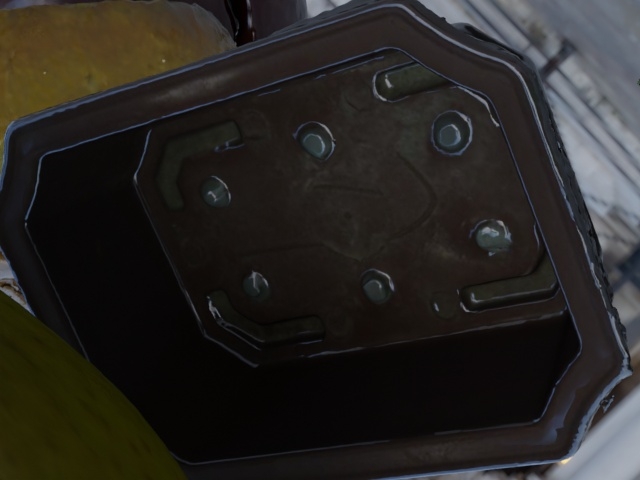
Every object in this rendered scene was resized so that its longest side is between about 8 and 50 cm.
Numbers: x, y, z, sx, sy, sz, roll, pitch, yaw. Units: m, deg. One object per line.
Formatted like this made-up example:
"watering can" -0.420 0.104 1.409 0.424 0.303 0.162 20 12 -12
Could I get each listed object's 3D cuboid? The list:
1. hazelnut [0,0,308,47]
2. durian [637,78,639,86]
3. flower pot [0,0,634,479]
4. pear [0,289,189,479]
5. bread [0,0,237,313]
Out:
"hazelnut" -0.219 -0.190 1.370 0.402 0.402 0.429 47 150 21
"durian" 0.233 -0.016 0.669 0.215 0.100 0.086 53 -170 -25
"flower pot" 0.000 0.000 0.541 0.084 0.250 0.179 -43 -65 -53
"pear" -0.200 0.167 0.411 0.362 0.362 0.418 48 153 25
"bread" -0.220 -0.053 1.005 0.398 0.398 0.215 -70 -26 -85
